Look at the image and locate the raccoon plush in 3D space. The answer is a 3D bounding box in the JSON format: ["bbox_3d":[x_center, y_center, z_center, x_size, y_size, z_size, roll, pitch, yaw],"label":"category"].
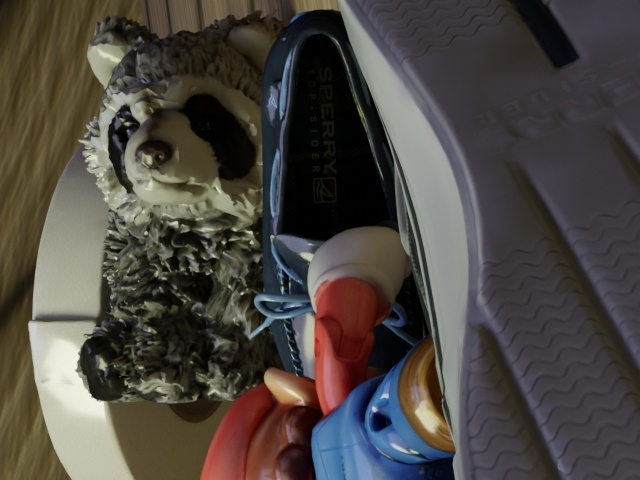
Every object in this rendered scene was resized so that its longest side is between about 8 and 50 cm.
[{"bbox_3d":[-0.106,-0.023,1.279,0.446,0.216,0.299,164,102,-82],"label":"raccoon plush"}]

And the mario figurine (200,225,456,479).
[{"bbox_3d":[0.059,0.097,0.709,0.198,0.170,0.320,-67,13,-15],"label":"mario figurine"}]

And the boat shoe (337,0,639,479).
[{"bbox_3d":[0.088,0.024,0.378,0.119,0.121,0.335,64,-171,-46],"label":"boat shoe"}]

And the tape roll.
[{"bbox_3d":[-0.149,0.071,1.450,0.392,0.072,0.392,0,-90,-70],"label":"tape roll"}]

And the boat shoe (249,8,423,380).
[{"bbox_3d":[0.000,0.000,0.854,0.089,0.109,0.258,-67,-36,-85],"label":"boat shoe"}]
